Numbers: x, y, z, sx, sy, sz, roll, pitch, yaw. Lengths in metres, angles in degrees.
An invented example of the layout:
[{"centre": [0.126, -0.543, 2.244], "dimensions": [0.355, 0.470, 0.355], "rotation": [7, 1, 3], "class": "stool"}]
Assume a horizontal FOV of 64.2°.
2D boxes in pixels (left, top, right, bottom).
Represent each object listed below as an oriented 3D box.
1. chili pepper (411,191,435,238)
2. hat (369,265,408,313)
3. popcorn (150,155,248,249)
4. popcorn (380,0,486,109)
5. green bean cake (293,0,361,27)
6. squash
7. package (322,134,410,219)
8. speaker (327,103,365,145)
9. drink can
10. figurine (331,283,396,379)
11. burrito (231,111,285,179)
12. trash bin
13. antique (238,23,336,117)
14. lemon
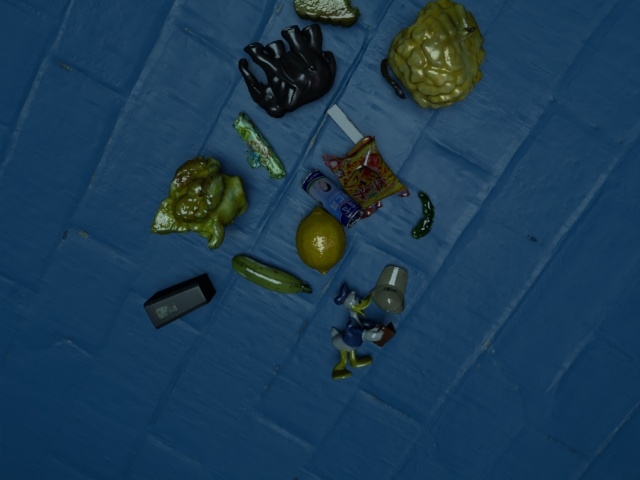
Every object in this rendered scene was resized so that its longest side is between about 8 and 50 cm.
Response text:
[{"centre": [0.388, -0.090, 1.908], "dimensions": [0.073, 0.050, 0.182], "rotation": [9, 101, 8], "class": "chili pepper"}, {"centre": [0.271, 0.185, 1.959], "dimensions": [0.147, 0.085, 0.175], "rotation": [14, 104, 1], "class": "hat"}, {"centre": [-0.409, -0.116, 1.832], "dimensions": [0.321, 0.290, 0.326], "rotation": [-38, 75, 27], "class": "popcorn"}, {"centre": [0.358, -0.599, 1.677], "dimensions": [0.381, 0.349, 0.349], "rotation": [1, 106, 42], "class": "popcorn"}, {"centre": [0.035, -0.855, 1.716], "dimensions": [0.233, 0.124, 0.236], "rotation": [9, 103, 2], "class": "green bean cake"}, {"centre": [-0.190, 0.147, 1.975], "dimensions": [0.341, 0.094, 0.094], "rotation": [23, 103, -3], "class": "squash"}, {"centre": [0.167, -0.236, 1.852], "dimensions": [0.223, 0.108, 0.288], "rotation": [-24, 117, 23], "class": "package"}, {"centre": [0.103, -0.410, 1.856], "dimensions": [0.046, 0.040, 0.191], "rotation": [-42, 98, 12], "class": "speaker"}, {"centre": [0.043, -0.152, 1.850], "dimensions": [0.235, 0.097, 0.097], "rotation": [43, 103, 16], "class": "drink can"}, {"centre": [0.138, 0.330, 1.940], "dimensions": [0.283, 0.204, 0.338], "rotation": [-14, 93, 38], "class": "figurine"}, {"centre": [-0.238, -0.335, 1.886], "dimensions": [0.104, 0.054, 0.288], "rotation": [-36, 98, 11], "class": "burrito"}, {"centre": [-0.536, 0.229, 1.978], "dimensions": [0.225, 0.165, 0.115], "rotation": [-23, 100, 6], "class": "trash bin"}, {"centre": [-0.104, -0.577, 1.758], "dimensions": [0.322, 0.185, 0.255], "rotation": [-20, 100, 4], "class": "antique"}, {"centre": [0.000, 0.000, 1.880], "dimensions": [0.188, 0.188, 0.257], "rotation": [-3, 95, 4], "class": "lemon"}]
